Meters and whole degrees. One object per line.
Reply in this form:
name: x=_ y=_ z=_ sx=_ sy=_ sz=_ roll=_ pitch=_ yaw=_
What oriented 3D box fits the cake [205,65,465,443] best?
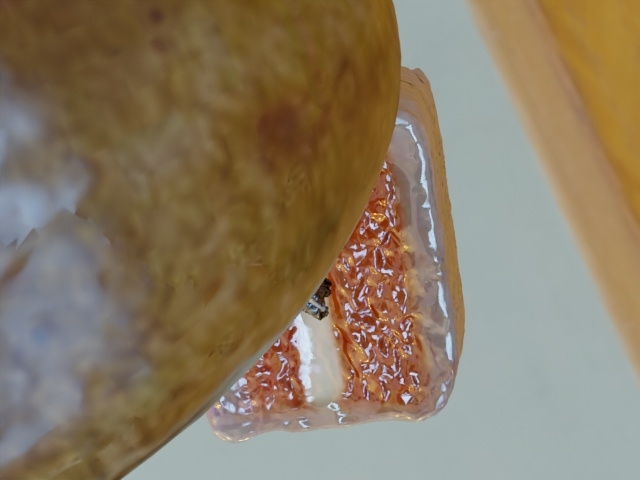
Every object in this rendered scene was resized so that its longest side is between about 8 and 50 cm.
cake: x=0.000 y=0.000 z=1.673 sx=0.230 sy=0.237 sz=0.308 roll=-78 pitch=-20 yaw=-71

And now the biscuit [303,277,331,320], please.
biscuit: x=-0.017 y=0.034 z=1.498 sx=0.087 sy=0.027 sz=0.089 roll=40 pitch=-172 yaw=36

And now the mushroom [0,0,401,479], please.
mushroom: x=-0.129 y=-0.042 z=0.515 sx=0.345 sy=0.345 sz=0.259 roll=49 pitch=173 yaw=38
